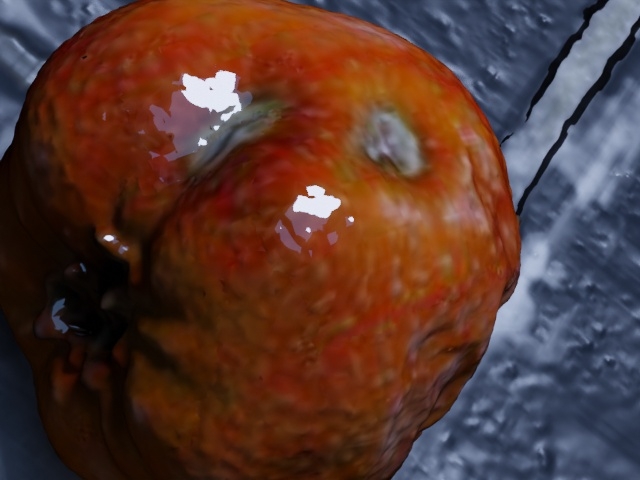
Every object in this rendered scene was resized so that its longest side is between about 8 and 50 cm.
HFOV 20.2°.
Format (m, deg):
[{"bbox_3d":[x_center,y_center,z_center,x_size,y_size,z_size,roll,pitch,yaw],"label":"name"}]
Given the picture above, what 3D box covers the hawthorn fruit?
[{"bbox_3d":[0.000,0.000,0.717,0.243,0.207,0.207,-12,72,-39],"label":"hawthorn fruit"}]
